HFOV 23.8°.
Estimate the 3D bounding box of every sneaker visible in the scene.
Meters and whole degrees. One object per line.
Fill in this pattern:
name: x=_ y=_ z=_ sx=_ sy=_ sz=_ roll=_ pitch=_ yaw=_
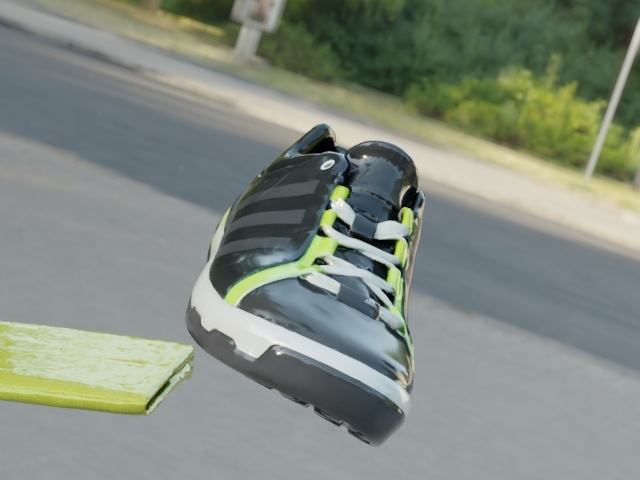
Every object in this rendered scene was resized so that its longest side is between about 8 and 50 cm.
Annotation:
sneaker: x=0.000 y=0.000 z=0.623 sx=0.084 sy=0.097 sz=0.235 roll=30 pitch=9 yaw=-16

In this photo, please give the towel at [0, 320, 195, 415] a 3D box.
towel: x=-0.185 y=0.057 z=0.721 sx=0.237 sy=0.021 sz=0.102 roll=6 pitch=12 yaw=8
